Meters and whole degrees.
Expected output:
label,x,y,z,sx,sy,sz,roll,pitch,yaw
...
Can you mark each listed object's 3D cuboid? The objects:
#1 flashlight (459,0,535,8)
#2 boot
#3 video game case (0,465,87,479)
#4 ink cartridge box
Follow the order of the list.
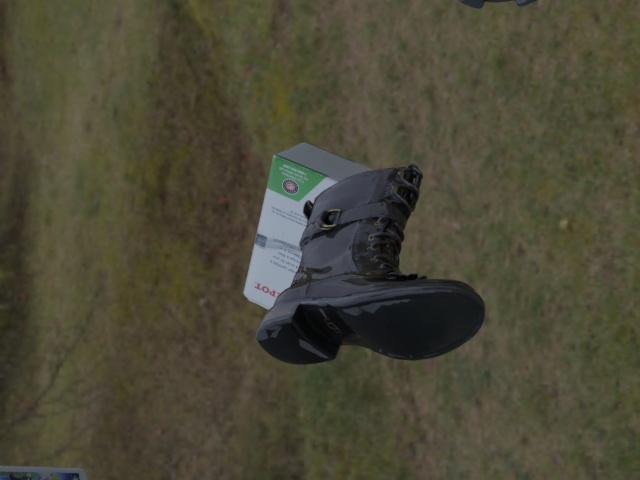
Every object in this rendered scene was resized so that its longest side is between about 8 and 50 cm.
label,x,y,z,sx,sy,sz,roll,pitch,yaw
flashlight,0.134,-0.321,0.862,0.103,0.103,0.304,-24,47,31
boot,0.060,0.006,1.059,0.263,0.091,0.229,-9,42,34
video game case,-0.160,0.153,0.522,0.011,0.122,0.087,-30,61,32
ink cartridge box,0.000,0.000,1.384,0.153,0.087,0.208,24,117,19
